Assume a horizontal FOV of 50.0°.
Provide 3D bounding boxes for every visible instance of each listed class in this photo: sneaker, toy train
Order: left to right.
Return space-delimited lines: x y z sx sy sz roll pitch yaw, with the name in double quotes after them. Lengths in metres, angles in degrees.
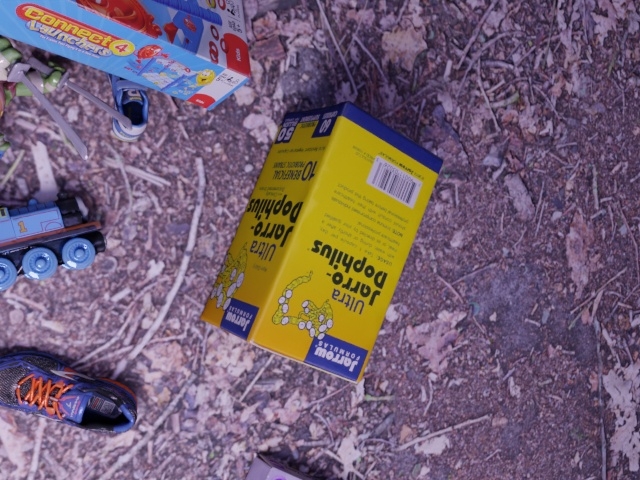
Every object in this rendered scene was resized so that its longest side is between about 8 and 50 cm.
-0.374 0.000 0.888 0.184 0.080 0.105 -17 96 -27 "toy train"
-0.340 0.205 0.916 0.221 0.087 0.083 21 83 -29 "sneaker"
-0.263 -0.211 0.944 0.053 0.059 0.144 -10 96 -27 "sneaker"

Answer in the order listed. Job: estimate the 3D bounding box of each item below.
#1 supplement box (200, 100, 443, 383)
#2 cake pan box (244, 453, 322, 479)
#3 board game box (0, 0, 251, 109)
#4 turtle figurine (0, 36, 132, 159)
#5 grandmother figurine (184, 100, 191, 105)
0.000 0.000 1.030 0.195 0.194 0.356 26 81 -29 "supplement box"
-0.052 0.507 1.115 0.267 0.070 0.245 34 75 -27 "cake pan box"
-0.234 -0.341 0.787 0.302 0.086 0.308 12 62 -46 "board game box"
-0.352 -0.229 0.808 0.198 0.275 0.266 -42 128 -61 "turtle figurine"
-0.273 -0.326 0.884 0.104 0.207 0.342 -39 116 20 "grandmother figurine"
